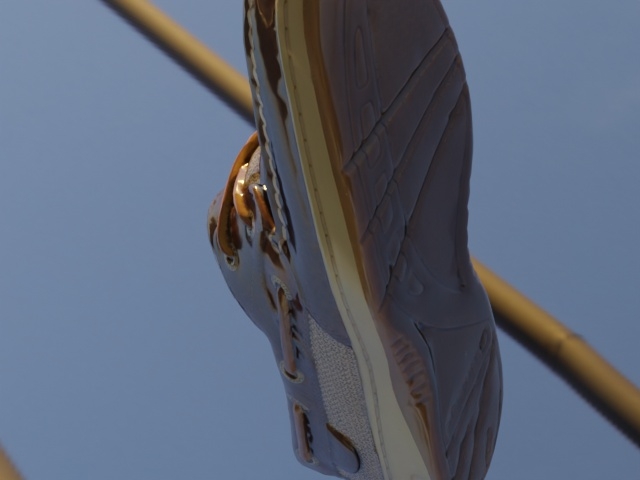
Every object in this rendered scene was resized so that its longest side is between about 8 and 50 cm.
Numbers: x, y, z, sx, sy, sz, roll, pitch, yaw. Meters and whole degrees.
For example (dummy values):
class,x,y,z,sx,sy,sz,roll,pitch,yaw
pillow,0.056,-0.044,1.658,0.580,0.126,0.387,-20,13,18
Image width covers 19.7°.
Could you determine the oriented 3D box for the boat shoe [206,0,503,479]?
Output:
class,x,y,z,sx,sy,sz,roll,pitch,yaw
boat shoe,0.000,0.000,0.836,0.123,0.342,0.123,9,-129,24
